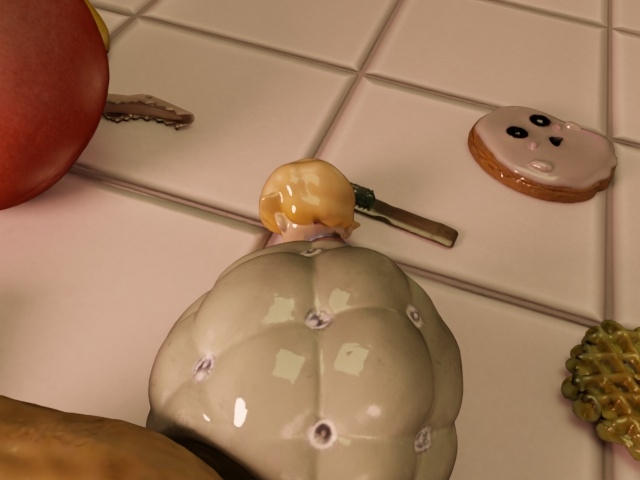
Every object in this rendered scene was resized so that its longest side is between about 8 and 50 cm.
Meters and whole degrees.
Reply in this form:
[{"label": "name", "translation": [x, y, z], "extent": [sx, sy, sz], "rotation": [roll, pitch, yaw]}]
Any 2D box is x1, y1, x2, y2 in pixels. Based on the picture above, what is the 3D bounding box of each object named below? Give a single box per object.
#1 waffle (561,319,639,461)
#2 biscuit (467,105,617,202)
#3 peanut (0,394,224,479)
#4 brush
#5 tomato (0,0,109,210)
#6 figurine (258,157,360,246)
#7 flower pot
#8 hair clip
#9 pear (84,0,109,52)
[{"label": "waffle", "translation": [0.340, 0.158, 0.703], "extent": [0.183, 0.036, 0.169], "rotation": [33, 46, 21]}, {"label": "biscuit", "translation": [0.316, -0.132, 0.990], "extent": [0.208, 0.049, 0.181], "rotation": [30, 47, 19]}, {"label": "peanut", "translation": [-0.170, 0.198, 0.414], "extent": [0.387, 0.169, 0.192], "rotation": [10, 47, 8]}, {"label": "brush", "translation": [0.083, -0.041, 0.874], "extent": [0.190, 0.027, 0.034], "rotation": [24, 48, 14]}, {"label": "tomato", "translation": [-0.396, -0.183, 0.739], "extent": [0.322, 0.321, 0.321], "rotation": [4, 44, -4]}, {"label": "figurine", "translation": [0.000, 0.000, 0.782], "extent": [0.114, 0.108, 0.196], "rotation": [-14, 66, -9]}, {"label": "flower pot", "translation": [-0.013, 0.125, 0.539], "extent": [0.246, 0.246, 0.195], "rotation": [27, 47, 18]}, {"label": "hair clip", "translation": [-0.288, -0.190, 0.964], "extent": [0.226, 0.034, 0.072], "rotation": [3, 43, -7]}, {"label": "pear", "translation": [-0.447, -0.347, 1.003], "extent": [0.267, 0.178, 0.267], "rotation": [5, 48, -6]}]
